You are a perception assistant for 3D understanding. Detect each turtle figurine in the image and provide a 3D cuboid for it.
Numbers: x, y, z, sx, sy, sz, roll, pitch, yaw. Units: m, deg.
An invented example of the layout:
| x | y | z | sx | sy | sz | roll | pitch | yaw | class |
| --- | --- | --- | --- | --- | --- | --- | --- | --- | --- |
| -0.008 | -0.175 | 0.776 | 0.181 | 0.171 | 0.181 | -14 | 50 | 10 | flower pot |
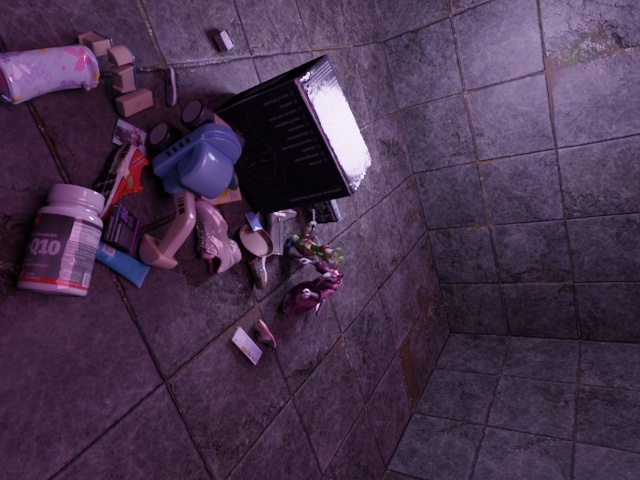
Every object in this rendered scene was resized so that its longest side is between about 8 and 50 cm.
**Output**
| x | y | z | sx | sy | sz | roll | pitch | yaw | class |
| --- | --- | --- | --- | --- | --- | --- | --- | --- | --- |
| 0.000 | 0.000 | 1.988 | 0.275 | 0.266 | 0.197 | -28 | 140 | -47 | turtle figurine |

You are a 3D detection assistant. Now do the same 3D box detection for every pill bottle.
| x | y | z | sx | sy | sz | roll | pitch | yaw | class |
| --- | --- | --- | --- | --- | --- | --- | --- | --- | --- |
| -0.689 | 0.002 | 1.130 | 0.161 | 0.161 | 0.283 | 24 | 66 | -51 | pill bottle |

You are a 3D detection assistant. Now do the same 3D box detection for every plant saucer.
| x | y | z | sx | sy | sz | roll | pitch | yaw | class |
| --- | --- | --- | --- | --- | --- | --- | --- | --- | --- |
| -0.275 | 0.006 | 1.769 | 0.168 | 0.029 | 0.168 | 30 | 35 | -24 | plant saucer |

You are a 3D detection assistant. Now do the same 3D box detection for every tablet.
| x | y | z | sx | sy | sz | roll | pitch | yaw | class |
| --- | --- | --- | --- | --- | --- | --- | --- | --- | --- |
| -0.289 | -0.082 | 1.805 | 0.054 | 0.006 | 0.083 | -20 | 77 | -55 | tablet |

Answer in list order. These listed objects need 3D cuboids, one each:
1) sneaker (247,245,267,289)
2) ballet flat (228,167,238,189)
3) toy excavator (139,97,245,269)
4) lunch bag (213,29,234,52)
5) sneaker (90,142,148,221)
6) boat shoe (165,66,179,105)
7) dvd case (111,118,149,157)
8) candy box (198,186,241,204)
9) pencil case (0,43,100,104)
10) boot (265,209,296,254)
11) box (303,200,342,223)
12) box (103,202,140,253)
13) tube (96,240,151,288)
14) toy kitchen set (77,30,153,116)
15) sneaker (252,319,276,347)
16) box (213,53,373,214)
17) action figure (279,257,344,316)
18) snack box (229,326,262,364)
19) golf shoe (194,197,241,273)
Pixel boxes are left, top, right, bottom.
| x | y | z | sx | sy | sz | roll | pitch | yaw | class |
| --- | --- | --- | --- | --- | --- | --- | --- | --- | --- |
| -0.278 | 0.111 | 1.779 | 0.086 | 0.064 | 0.192 | 18 | 66 | -52 | sneaker |
| -0.379 | -0.295 | 1.658 | 0.203 | 0.074 | 0.074 | 56 | 42 | -8 | ballet flat |
| -0.443 | -0.177 | 1.398 | 0.222 | 0.433 | 0.445 | 36 | 30 | -56 | toy excavator |
| -0.393 | -0.830 | 1.737 | 0.071 | 0.053 | 0.083 | 64 | 32 | -29 | lunch bag |
| -0.616 | -0.171 | 1.307 | 0.118 | 0.107 | 0.279 | 49 | 50 | -50 | sneaker |
| -0.531 | -0.554 | 1.515 | 0.040 | 0.049 | 0.142 | 2 | 82 | -55 | boat shoe |
| -0.625 | -0.337 | 1.386 | 0.119 | 0.013 | 0.087 | 27 | 65 | -51 | dvd case |
| -0.403 | -0.198 | 1.667 | 0.206 | 0.027 | 0.105 | -21 | 99 | -54 | candy box |
| -0.750 | -0.458 | 1.142 | 0.273 | 0.114 | 0.124 | -42 | 139 | -49 | pencil case |
| -0.182 | -0.036 | 1.919 | 0.190 | 0.076 | 0.208 | -1 | 80 | -40 | boot |
| -0.009 | -0.189 | 2.094 | 0.051 | 0.175 | 0.220 | -48 | 123 | -46 | box |
| -0.606 | -0.033 | 1.285 | 0.162 | 0.029 | 0.116 | 106 | -9 | -74 | box |
| -0.625 | 0.071 | 1.312 | 0.207 | 0.052 | 0.080 | 49 | 55 | -47 | tube |
| -0.650 | -0.536 | 1.336 | 0.122 | 0.166 | 0.207 | -50 | 162 | -44 | toy kitchen set |
| -0.248 | 0.413 | 1.805 | 0.065 | 0.061 | 0.157 | -36 | 117 | -20 | sneaker |
| -0.118 | -0.399 | 1.686 | 0.471 | 0.480 | 0.297 | 62 | 38 | -27 | box |
| -0.007 | 0.233 | 1.875 | 0.276 | 0.370 | 0.248 | 34 | 43 | -25 | action figure |
| -0.307 | 0.438 | 1.732 | 0.178 | 0.022 | 0.064 | 59 | 42 | -32 | snack box |
| -0.411 | -0.011 | 1.568 | 0.140 | 0.115 | 0.306 | -49 | 123 | -41 | golf shoe |
